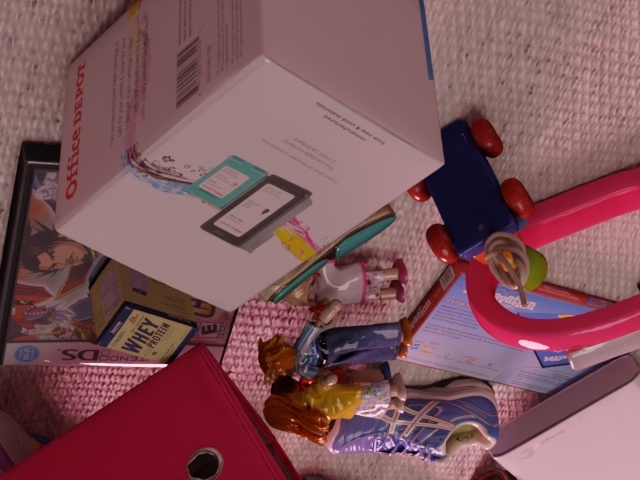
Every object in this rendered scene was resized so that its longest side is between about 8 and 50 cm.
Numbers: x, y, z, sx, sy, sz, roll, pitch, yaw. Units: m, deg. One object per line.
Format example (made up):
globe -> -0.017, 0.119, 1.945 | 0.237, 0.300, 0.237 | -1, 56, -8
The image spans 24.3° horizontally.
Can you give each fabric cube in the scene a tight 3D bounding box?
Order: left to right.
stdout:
fabric cube -> -0.131, 0.306, 1.472 | 0.258, 0.254, 0.259 | -33, 145, -3

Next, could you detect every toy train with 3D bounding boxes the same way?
toy train -> 0.178, 0.009, 1.452 | 0.105, 0.248, 0.143 | -32, 138, 13

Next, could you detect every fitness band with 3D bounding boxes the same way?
fitness band -> 0.291, 0.022, 1.522 | 0.291, 0.209, 0.054 | -21, 132, 2

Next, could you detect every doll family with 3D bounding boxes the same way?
doll family -> 0.011, 0.133, 1.602 | 0.163, 0.118, 0.263 | -6, 133, -12

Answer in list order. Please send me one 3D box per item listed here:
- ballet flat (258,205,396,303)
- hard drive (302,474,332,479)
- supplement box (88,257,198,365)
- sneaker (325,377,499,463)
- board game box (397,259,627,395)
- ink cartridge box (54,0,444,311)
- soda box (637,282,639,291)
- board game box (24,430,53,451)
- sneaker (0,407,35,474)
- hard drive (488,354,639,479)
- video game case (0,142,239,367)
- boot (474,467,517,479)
ballet flat -> 0.000, 0.000, 1.515 | 0.168, 0.052, 0.057 | -34, 168, -15
hard drive -> 0.024, 0.386, 1.888 | 0.172, 0.054, 0.255 | -42, 130, 22
supplement box -> -0.174, 0.066, 1.457 | 0.083, 0.083, 0.056 | 19, 123, -31
sneaker -> 0.110, 0.218, 1.739 | 0.211, 0.081, 0.080 | -12, 136, -4
board game box -> 0.233, 0.108, 1.712 | 0.281, 0.027, 0.145 | 15, 128, -29
ink cartridge box -> -0.066, -0.108, 1.256 | 0.197, 0.198, 0.270 | 28, 133, -34
soda box -> 0.442, 0.092, 1.739 | 0.053, 0.060, 0.169 | -40, 131, 19
board game box -> -0.359, 0.269, 1.673 | 0.201, 0.035, 0.136 | 24, 121, -34
sneaker -> -0.353, 0.276, 1.575 | 0.152, 0.114, 0.305 | -26, 134, 5
hard drive -> 0.360, 0.266, 1.870 | 0.203, 0.040, 0.307 | -32, 140, 13
video game case -> -0.193, 0.025, 1.496 | 0.248, 0.035, 0.275 | 3, 131, -19
boot -> 0.246, 0.351, 1.922 | 0.106, 0.082, 0.219 | -15, 143, -22
